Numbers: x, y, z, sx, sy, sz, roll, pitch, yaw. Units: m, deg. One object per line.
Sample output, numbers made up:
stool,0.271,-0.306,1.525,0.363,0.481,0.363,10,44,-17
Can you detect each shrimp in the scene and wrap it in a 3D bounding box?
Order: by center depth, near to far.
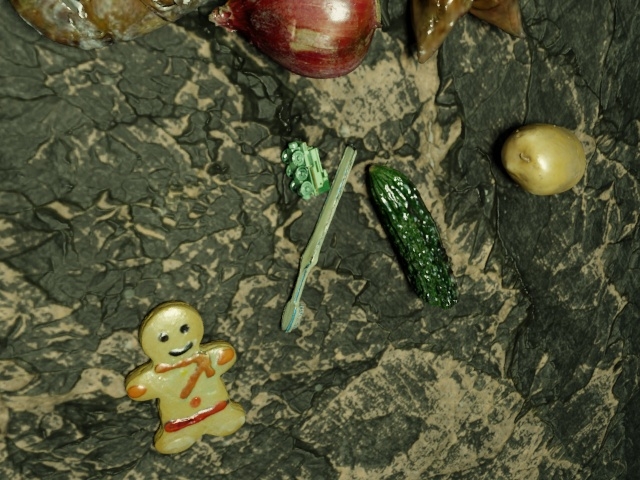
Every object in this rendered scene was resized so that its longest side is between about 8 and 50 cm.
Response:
shrimp,-0.148,-0.308,0.525,0.343,0.116,0.145,-28,119,-10

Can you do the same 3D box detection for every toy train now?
toy train,-0.019,-0.099,0.713,0.053,0.033,0.083,-25,116,-24

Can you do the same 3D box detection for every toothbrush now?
toothbrush,-0.004,-0.001,0.757,0.028,0.026,0.294,7,104,-48

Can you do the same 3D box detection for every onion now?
onion,-0.029,-0.263,0.592,0.195,0.159,0.159,-1,108,-4

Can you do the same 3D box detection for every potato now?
potato,0.370,-0.133,0.861,0.178,0.118,0.109,-4,144,-40

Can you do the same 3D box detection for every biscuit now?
biscuit,-0.189,0.192,0.725,0.153,0.030,0.234,-16,114,-24

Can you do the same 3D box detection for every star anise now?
star anise,0.179,-0.408,0.670,0.292,0.109,0.349,-3,107,-32

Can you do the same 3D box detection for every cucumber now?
cucumber,0.147,-0.007,0.805,0.077,0.077,0.265,-35,120,-13
